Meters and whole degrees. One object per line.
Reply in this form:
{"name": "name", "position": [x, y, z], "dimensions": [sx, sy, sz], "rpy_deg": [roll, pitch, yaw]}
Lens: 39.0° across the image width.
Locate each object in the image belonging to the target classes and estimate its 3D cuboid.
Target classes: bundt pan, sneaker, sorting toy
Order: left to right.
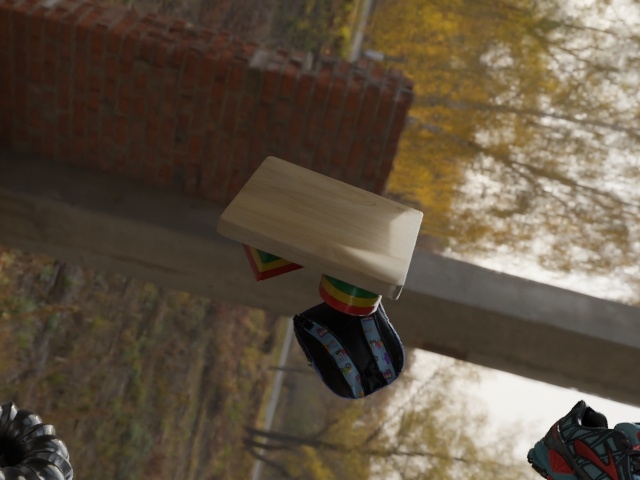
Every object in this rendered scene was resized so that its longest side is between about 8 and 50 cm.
{"name": "bundt pan", "position": [-0.617, 0.417, 1.699], "dimensions": [0.124, 0.331, 0.331], "rpy_deg": [-59, -176, 21]}
{"name": "sorting toy", "position": [0.000, 0.000, 1.303], "dimensions": [0.255, 0.257, 0.089], "rpy_deg": [-63, 173, -63]}
{"name": "sneaker", "position": [0.335, 0.257, 0.995], "dimensions": [0.125, 0.104, 0.262], "rpy_deg": [-55, -151, 1]}

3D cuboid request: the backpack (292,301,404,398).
{"name": "backpack", "position": [0.054, 0.181, 1.507], "dimensions": [0.173, 0.158, 0.117], "rpy_deg": [60, -10, 19]}
